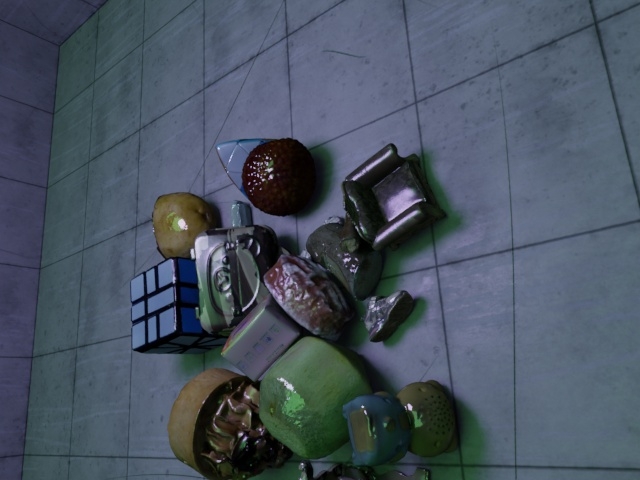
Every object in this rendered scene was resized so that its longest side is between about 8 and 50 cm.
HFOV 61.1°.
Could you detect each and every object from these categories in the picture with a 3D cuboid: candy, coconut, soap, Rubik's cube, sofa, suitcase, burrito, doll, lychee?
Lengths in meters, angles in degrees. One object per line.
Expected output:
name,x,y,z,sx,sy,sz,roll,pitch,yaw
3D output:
candy,-0.030,0.159,1.588,0.289,0.214,0.157,41,107,13
coconut,-0.002,0.414,1.486,0.328,0.328,0.281,-14,113,38
soap,-0.167,0.277,1.580,0.138,0.182,0.199,43,97,-7
Rubik's cube,-0.250,-0.306,1.905,0.254,0.254,0.255,-11,72,39
sofa,0.190,-0.121,1.497,0.200,0.182,0.259,-35,59,29
suitcase,-0.233,0.125,1.769,0.338,0.194,0.352,-7,85,2
burrito,-0.001,0.000,1.717,0.203,0.064,0.064,-50,52,21
doll,0.203,0.440,1.313,0.161,0.260,0.177,124,138,-56
lychee,-0.137,-0.208,1.770,0.260,0.260,0.261,-11,72,39
Rubik's cube,-0.482,0.242,1.930,0.293,0.288,0.284,-29,63,36

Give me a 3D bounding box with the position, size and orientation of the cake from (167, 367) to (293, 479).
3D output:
cake,-0.243,0.566,1.620,0.320,0.332,0.333,4,82,40

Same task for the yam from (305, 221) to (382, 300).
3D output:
yam,0.077,0.047,1.586,0.254,0.153,0.154,43,108,44

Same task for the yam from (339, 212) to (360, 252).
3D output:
yam,0.096,-0.055,1.552,0.061,0.061,0.253,-36,20,29

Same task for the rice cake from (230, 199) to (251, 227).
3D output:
rice cake,-0.277,0.011,1.949,0.062,0.066,0.337,-18,69,32

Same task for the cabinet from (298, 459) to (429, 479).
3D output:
cabinet,0.096,0.706,1.310,0.227,0.289,0.318,-3,77,41

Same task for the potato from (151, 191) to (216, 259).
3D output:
potato,-0.509,-0.062,2.083,0.242,0.242,0.286,-21,59,36

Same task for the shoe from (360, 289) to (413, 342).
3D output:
shoe,0.180,0.194,1.499,0.092,0.089,0.180,52,121,38
